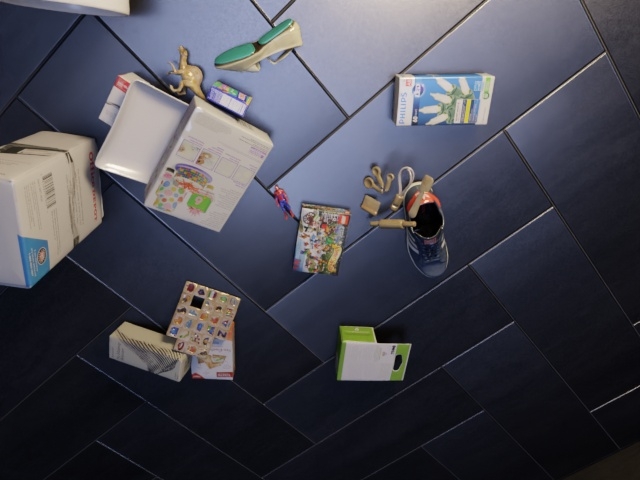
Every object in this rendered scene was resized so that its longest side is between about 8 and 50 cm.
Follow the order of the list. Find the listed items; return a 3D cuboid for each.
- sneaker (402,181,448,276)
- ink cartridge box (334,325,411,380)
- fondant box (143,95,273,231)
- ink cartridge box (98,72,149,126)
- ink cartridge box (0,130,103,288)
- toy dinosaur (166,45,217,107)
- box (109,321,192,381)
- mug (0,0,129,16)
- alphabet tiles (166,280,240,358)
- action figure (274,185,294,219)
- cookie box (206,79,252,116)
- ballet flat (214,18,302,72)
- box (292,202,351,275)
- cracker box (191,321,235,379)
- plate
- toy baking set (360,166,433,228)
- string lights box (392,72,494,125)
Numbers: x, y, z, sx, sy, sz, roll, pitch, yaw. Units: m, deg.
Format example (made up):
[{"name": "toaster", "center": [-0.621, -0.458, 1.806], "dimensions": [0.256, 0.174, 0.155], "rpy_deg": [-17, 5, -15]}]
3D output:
[{"name": "sneaker", "center": [0.342, -0.006, 1.386], "dimensions": [0.131, 0.148, 0.350], "rpy_deg": [-19, 116, 7]}, {"name": "ink cartridge box", "center": [0.191, 0.429, 1.631], "dimensions": [0.255, 0.097, 0.188], "rpy_deg": [3, 116, -6]}, {"name": "fondant box", "center": [-0.325, -0.207, 1.248], "dimensions": [0.238, 0.096, 0.330], "rpy_deg": [22, 114, -34]}, {"name": "ink cartridge box", "center": [-0.536, -0.382, 1.185], "dimensions": [0.056, 0.099, 0.135], "rpy_deg": [32, 111, -14]}, {"name": "ink cartridge box", "center": [-0.755, -0.103, 1.155], "dimensions": [0.166, 0.395, 0.285], "rpy_deg": [8, 116, -4]}, {"name": "toy dinosaur", "center": [-0.364, -0.434, 1.193], "dimensions": [0.093, 0.053, 0.183], "rpy_deg": [-22, 116, 7]}, {"name": "box", "center": [-0.602, 0.395, 1.544], "dimensions": [0.275, 0.094, 0.113], "rpy_deg": [16, 116, 5]}, {"name": "mug", "center": [-0.615, -0.696, 0.954], "dimensions": [0.374, 0.276, 0.328], "rpy_deg": [15, 113, 24]}, {"name": "alphabet tiles", "center": [-0.413, 0.284, 1.513], "dimensions": [0.198, 0.009, 0.237], "rpy_deg": [21, 84, -12]}, {"name": "action figure", "center": [-0.120, -0.122, 1.376], "dimensions": [0.038, 0.030, 0.115], "rpy_deg": [-18, 114, 12]}, {"name": "cookie box", "center": [-0.249, -0.393, 1.197], "dimensions": [0.107, 0.092, 0.040], "rpy_deg": [24, 116, -15]}, {"name": "ballet flat", "center": [-0.160, -0.498, 1.160], "dimensions": [0.248, 0.086, 0.086], "rpy_deg": [-23, 115, 8]}, {"name": "box", "center": [0.000, 0.000, 1.433], "dimensions": [0.159, 0.044, 0.233], "rpy_deg": [7, 116, -6]}, {"name": "cracker box", "center": [-0.400, 0.409, 1.610], "dimensions": [0.156, 0.067, 0.232], "rpy_deg": [3, 117, -3]}, {"name": "plate", "center": [-0.448, -0.281, 1.227], "dimensions": [0.278, 0.045, 0.277], "rpy_deg": [18, 118, -39]}, {"name": "toy baking set", "center": [0.220, -0.125, 1.305], "dimensions": [0.256, 0.030, 0.196], "rpy_deg": [8, 115, 41]}, {"name": "string lights box", "center": [0.341, -0.399, 1.227], "dimensions": [0.260, 0.076, 0.133], "rpy_deg": [-2, 118, -1]}]
